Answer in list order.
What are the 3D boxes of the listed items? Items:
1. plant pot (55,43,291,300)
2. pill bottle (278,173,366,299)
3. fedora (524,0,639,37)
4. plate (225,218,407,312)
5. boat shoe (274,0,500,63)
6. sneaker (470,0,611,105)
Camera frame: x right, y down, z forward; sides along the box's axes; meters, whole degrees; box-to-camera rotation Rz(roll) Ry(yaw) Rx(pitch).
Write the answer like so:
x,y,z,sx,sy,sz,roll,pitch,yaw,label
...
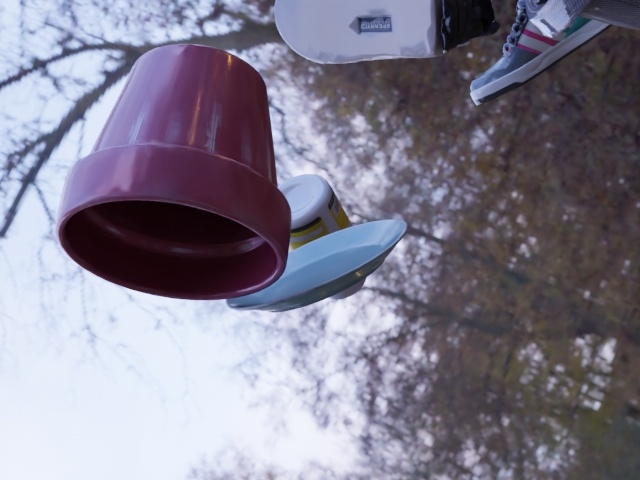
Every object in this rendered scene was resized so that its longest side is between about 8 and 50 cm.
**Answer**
x,y,z,sx,sy,sz,roll,pitch,yaw,label
-0.120,-0.067,0.979,0.201,0.201,0.180,56,-145,-56,plant pot
0.000,0.000,1.578,0.103,0.103,0.184,-51,-46,-24,pill bottle
0.291,-0.302,1.019,0.244,0.124,0.275,117,169,-49,fedora
-0.001,0.029,1.034,0.188,0.188,0.024,-34,-75,-44,plate
0.100,-0.324,1.587,0.158,0.340,0.127,-21,-62,-42,boat shoe
0.321,-0.351,1.669,0.295,0.178,0.124,-34,1,18,sneaker
